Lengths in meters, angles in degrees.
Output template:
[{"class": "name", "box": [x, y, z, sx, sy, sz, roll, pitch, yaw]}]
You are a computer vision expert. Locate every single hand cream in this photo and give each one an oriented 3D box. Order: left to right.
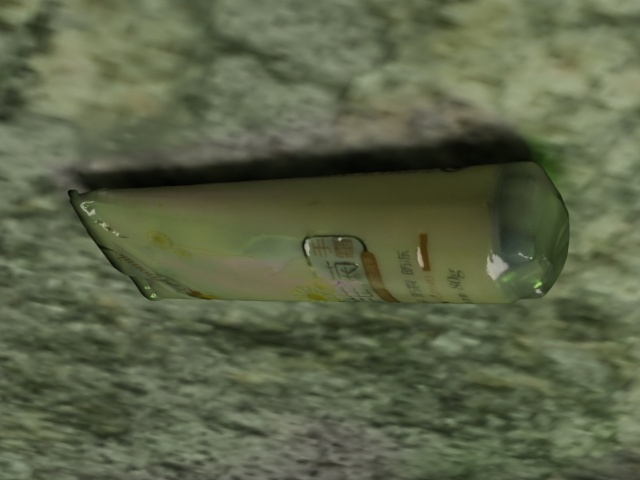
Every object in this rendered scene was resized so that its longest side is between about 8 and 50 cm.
[{"class": "hand cream", "box": [0.000, 0.000, 0.544, 0.143, 0.039, 0.061, -4, 149, 23]}]
